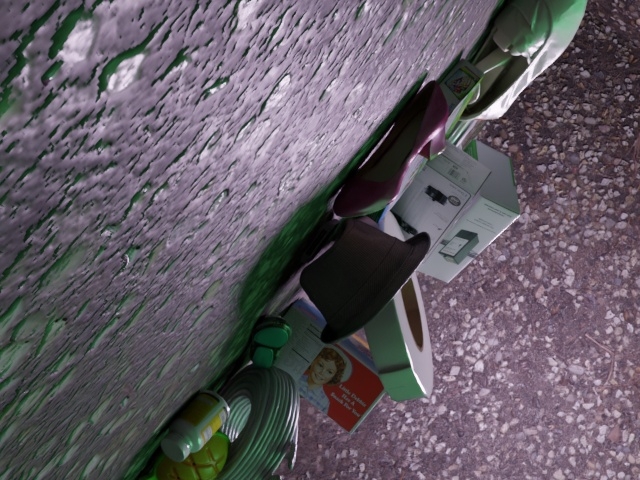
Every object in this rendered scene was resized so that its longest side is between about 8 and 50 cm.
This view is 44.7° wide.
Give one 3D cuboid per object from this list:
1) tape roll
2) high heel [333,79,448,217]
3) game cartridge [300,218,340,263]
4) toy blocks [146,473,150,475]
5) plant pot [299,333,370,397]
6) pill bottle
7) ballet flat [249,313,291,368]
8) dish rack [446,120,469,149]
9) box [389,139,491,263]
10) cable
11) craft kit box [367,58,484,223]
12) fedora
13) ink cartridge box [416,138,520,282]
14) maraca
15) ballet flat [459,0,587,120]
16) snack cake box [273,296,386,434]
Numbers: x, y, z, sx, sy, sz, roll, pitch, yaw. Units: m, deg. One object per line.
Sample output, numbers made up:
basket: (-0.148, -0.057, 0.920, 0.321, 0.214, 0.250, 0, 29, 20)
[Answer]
tape roll: (0.151, 0.132, 1.590, 0.072, 0.392, 0.392, -14, -178, 13)
high heel: (0.102, -0.134, 1.146, 0.244, 0.082, 0.117, -35, 134, -22)
game cartridge: (0.000, 0.000, 1.286, 0.083, 0.017, 0.056, -54, 169, 14)
toy blocks: (-0.286, 0.436, 1.464, 0.148, 0.054, 0.123, -51, 172, -11)
plant pot: (0.051, 0.336, 2.071, 0.237, 0.254, 0.237, -158, -90, -87)
pill bottle: (-0.205, 0.303, 1.268, 0.116, 0.065, 0.065, -44, 169, -48)
ballet flat: (-0.092, 0.168, 1.405, 0.070, 0.070, 0.188, -48, 173, -34)
dish rack: (0.342, -0.287, 1.858, 0.285, 0.072, 0.333, -55, 174, 15)
box: (0.228, -0.091, 1.698, 0.087, 0.169, 0.290, -51, 172, -34)
cable: (-0.140, 0.359, 1.483, 0.257, 0.089, 0.257, -38, -149, 37)
craft kit box: (0.177, -0.173, 1.415, 0.246, 0.061, 0.250, -47, 172, -19)
fedora: (0.052, 0.047, 1.275, 0.243, 0.124, 0.275, -49, -179, -9)
ink cartridge box: (0.341, -0.068, 1.907, 0.289, 0.121, 0.211, -51, -155, 41)
maraca: (-0.238, 0.394, 1.364, 0.186, 0.099, 0.127, -43, 133, 11)
ballet flat: (0.348, -0.347, 1.422, 0.139, 0.139, 0.400, -48, 173, -33)
snack cake box: (0.012, 0.262, 1.651, 0.152, 0.264, 0.089, -53, 173, 13)
